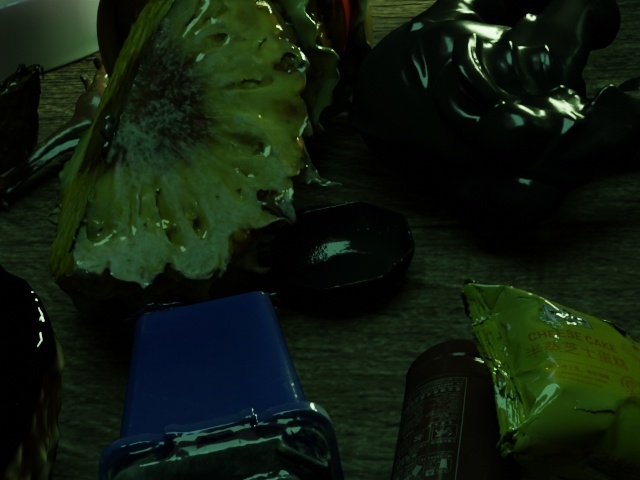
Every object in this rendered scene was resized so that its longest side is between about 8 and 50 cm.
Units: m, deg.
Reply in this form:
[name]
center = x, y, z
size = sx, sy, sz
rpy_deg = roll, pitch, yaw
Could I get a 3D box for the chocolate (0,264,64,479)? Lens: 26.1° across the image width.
[chocolate]
center = -0.295, 0.174, 0.971
size = 0.225, 0.210, 0.340
rpy_deg = 1, 37, 3

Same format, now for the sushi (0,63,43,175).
[sushi]
center = -0.416, -0.108, 1.422
size = 0.287, 0.140, 0.149
rpy_deg = -4, 34, 31

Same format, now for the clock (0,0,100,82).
[clock]
center = -0.411, -0.316, 1.782
size = 0.339, 0.102, 0.338
rpy_deg = -7, 35, 5

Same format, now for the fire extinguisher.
[fire extinguisher]
center = 0.089, 0.192, 0.958
size = 0.105, 0.104, 0.269
rpy_deg = -1, 36, 12

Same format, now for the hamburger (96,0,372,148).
[hamburger]
center = -0.074, -0.219, 1.415
size = 0.274, 0.274, 0.212
rpy_deg = 12, 39, 28

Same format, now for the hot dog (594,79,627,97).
[hot dog]
center = 0.328, -0.147, 1.427
size = 0.090, 0.030, 0.034
rpy_deg = -1, 37, 13

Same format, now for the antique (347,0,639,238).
[antique]
center = 0.175, -0.132, 1.318
size = 0.322, 0.185, 0.255
rpy_deg = 17, 37, 42

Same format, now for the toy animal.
[toy animal]
center = -0.262, -0.126, 1.511
size = 0.224, 0.066, 0.229
rpy_deg = -9, 41, 5

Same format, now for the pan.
[pan]
center = 0.016, -0.003, 1.282
size = 0.128, 0.048, 0.202
rpy_deg = -9, 37, -2

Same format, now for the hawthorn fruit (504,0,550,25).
[hawthorn fruit]
center = 0.215, -0.350, 1.618
size = 0.190, 0.189, 0.251
rpy_deg = -21, 30, -16

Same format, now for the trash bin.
[trash bin]
center = -0.081, 0.149, 1.005
size = 0.184, 0.162, 0.234
rpy_deg = -11, 30, -2

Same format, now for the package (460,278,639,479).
[package]
center = 0.201, 0.120, 0.980
size = 0.226, 0.090, 0.168
rpy_deg = 26, 33, -23

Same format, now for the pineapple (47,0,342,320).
[pineapple]
center = -0.121, -0.059, 1.285
size = 0.209, 0.286, 0.344
rpy_deg = 23, 71, -15
